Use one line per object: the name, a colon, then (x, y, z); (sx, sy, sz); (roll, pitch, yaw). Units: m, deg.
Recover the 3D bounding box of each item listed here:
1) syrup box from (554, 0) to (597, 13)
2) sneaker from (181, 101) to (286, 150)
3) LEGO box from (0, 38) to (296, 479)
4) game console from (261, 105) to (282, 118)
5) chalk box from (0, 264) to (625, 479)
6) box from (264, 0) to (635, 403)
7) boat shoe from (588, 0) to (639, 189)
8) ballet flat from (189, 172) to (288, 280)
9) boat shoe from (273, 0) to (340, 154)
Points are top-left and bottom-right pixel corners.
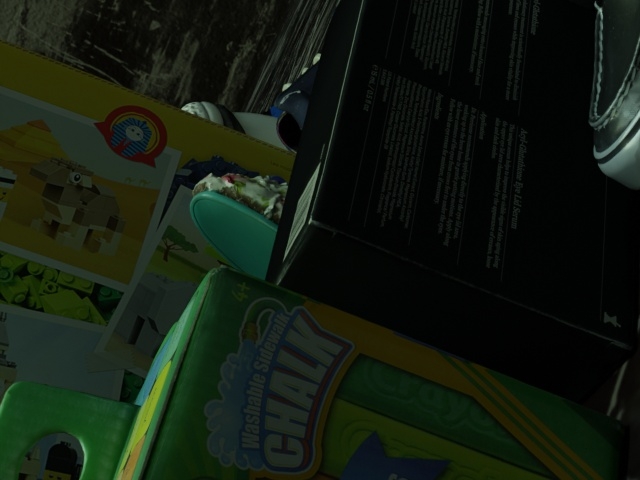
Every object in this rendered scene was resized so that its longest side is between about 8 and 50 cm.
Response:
syrup box: (0.139, -0.176, 0.954); (0.093, 0.096, 0.237); (-25, -20, -34)
sneaker: (-0.027, 0.052, 1.291); (0.137, 0.210, 0.366); (-170, 78, -81)
LEGO box: (-0.165, 0.099, 0.928); (0.193, 0.500, 0.373); (126, 162, -58)
game console: (0.009, -0.099, 1.805); (0.250, 0.173, 0.293); (-36, 15, 6)
chalk box: (-0.026, 0.146, 0.680); (0.179, 0.289, 0.180); (124, 164, -53)
box: (0.083, -0.044, 0.812); (0.103, 0.184, 0.261); (119, 168, -47)
boat shoe: (0.185, -0.176, 0.772); (0.108, 0.102, 0.301); (143, 147, -72)
ballet flat: (0.029, 0.027, 0.864); (0.077, 0.241, 0.091); (-46, -11, -35)
boat shoe: (0.023, -0.143, 1.219); (0.340, 0.158, 0.127); (-125, 14, -67)
